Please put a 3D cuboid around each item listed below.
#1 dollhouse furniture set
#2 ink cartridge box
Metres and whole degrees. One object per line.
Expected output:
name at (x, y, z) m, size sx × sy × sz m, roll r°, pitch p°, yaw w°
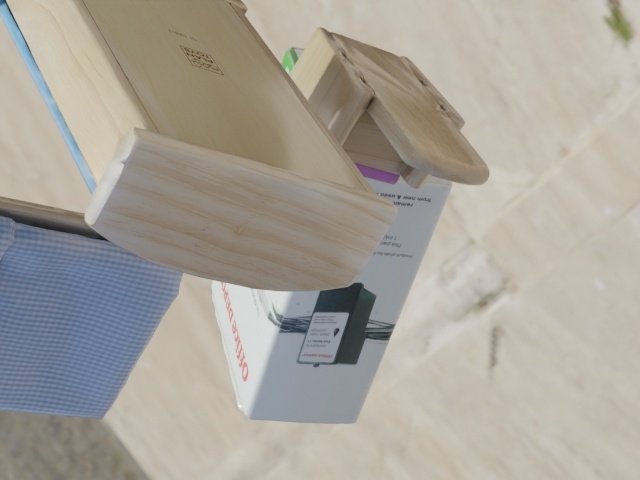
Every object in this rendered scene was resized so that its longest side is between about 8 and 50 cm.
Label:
dollhouse furniture set at (-0.093, 0.043, 0.783) m, size 0.303 × 0.286 × 0.198 m, roll -58°, pitch 40°, yaw 23°
ink cartridge box at (0.000, 0.000, 1.033) m, size 0.153 × 0.086 × 0.208 m, roll -109°, pitch 32°, yaw -50°
